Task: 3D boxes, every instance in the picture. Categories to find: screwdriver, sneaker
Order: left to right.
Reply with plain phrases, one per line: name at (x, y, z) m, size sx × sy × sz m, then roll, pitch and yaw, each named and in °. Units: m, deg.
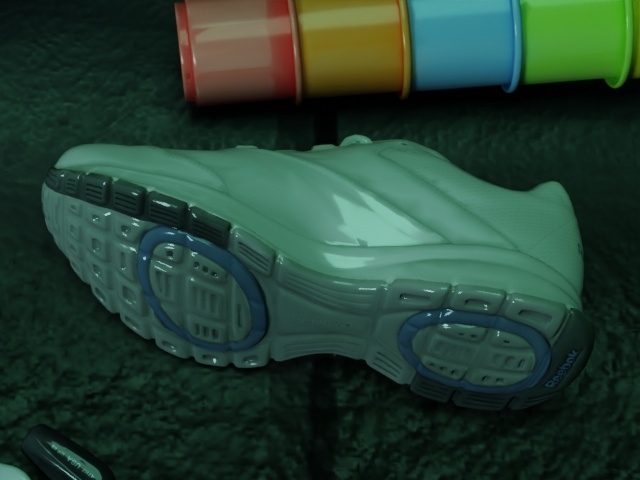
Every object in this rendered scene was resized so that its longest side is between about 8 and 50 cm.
screwdriver at (-0.080, 0.146, 0.877) m, size 0.170 × 0.024 × 0.025 m, roll 33°, pitch 35°, yaw 7°
sneaker at (0.000, 0.000, 0.928) m, size 0.297 × 0.111 × 0.129 m, roll 14°, pitch 45°, yaw 0°

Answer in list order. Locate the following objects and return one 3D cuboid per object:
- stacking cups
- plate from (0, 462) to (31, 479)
stacking cups at (0.076, -0.119, 1.001) m, size 0.316 × 0.096 × 0.096 m, roll -7°, pitch 62°, yaw -1°
plate at (-0.250, 0.222, 0.757) m, size 0.277 × 0.045 × 0.278 m, roll 9°, pitch 56°, yaw -30°
